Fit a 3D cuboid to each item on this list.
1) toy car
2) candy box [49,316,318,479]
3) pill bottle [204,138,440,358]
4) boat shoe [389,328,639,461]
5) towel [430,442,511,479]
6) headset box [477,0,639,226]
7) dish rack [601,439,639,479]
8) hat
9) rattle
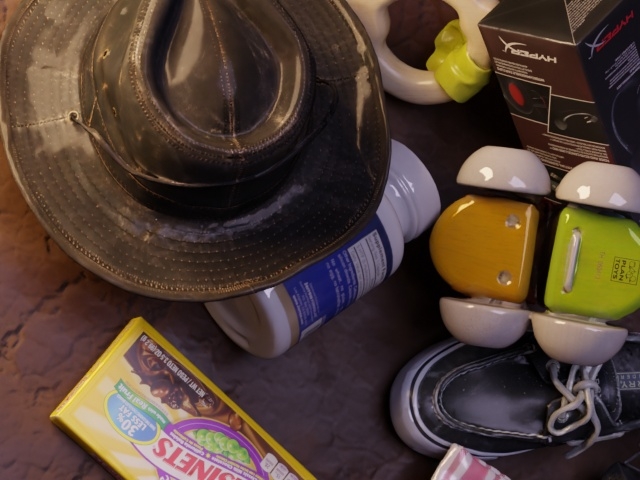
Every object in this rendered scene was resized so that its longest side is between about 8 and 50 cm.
[{"bbox_3d":[0.184,0.012,1.490,0.182,0.136,0.159,10,92,16],"label":"toy car"},{"bbox_3d":[-0.100,0.166,1.436,0.206,0.027,0.105,44,69,-11],"label":"candy box"},{"bbox_3d":[0.000,0.000,1.465,0.186,0.112,0.112,-35,96,-26],"label":"pill bottle"},{"bbox_3d":[0.210,0.124,1.540,0.306,0.105,0.113,2,79,-24],"label":"boat shoe"},{"bbox_3d":[0.147,0.271,1.505,0.197,0.029,0.144,34,79,-20],"label":"towel"},{"bbox_3d":[0.276,-0.120,1.562,0.218,0.110,0.293,-45,130,-24],"label":"headset box"},{"bbox_3d":[0.359,0.199,1.475,0.271,0.208,0.074,-36,128,15],"label":"dish rack"},{"bbox_3d":[-0.090,-0.129,1.370,0.331,0.134,0.331,3,66,-7],"label":"hat"},{"bbox_3d":[0.064,-0.206,1.564,0.199,0.130,0.143,17,51,11],"label":"rattle"}]
